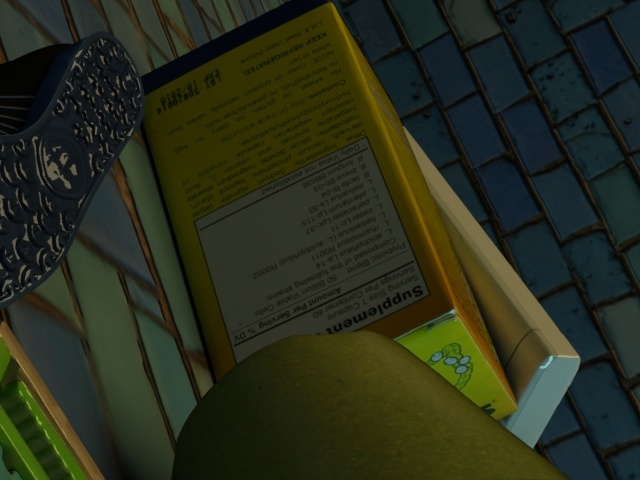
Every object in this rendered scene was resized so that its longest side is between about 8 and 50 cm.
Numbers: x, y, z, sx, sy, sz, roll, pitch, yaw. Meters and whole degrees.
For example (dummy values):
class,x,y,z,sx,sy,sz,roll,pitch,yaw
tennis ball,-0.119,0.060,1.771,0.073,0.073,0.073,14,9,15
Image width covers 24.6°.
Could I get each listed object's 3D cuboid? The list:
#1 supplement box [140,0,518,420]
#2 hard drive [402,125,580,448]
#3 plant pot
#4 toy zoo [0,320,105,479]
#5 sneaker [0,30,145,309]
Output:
class,x,y,z,sx,sy,sz,roll,pitch,yaw
supplement box,0.000,0.000,1.242,0.195,0.194,0.356,52,15,-54
hard drive,0.095,0.082,1.377,0.047,0.233,0.353,4,34,-30
plant pot,0.040,0.184,0.796,0.276,0.276,0.254,58,-5,-37
toy zoo,-0.117,0.172,0.590,0.192,0.030,0.293,61,9,-18
sneaker,-0.169,-0.027,0.735,0.081,0.090,0.232,62,30,-21
